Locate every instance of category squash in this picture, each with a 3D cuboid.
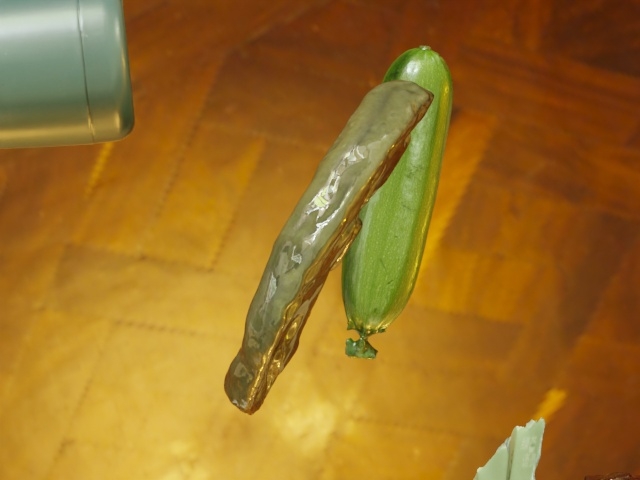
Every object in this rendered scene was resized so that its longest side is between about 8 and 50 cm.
[{"bbox_3d":[0.087,-0.043,2.135,0.101,0.101,0.379,8,97,-26],"label":"squash"}]

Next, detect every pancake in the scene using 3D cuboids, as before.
[{"bbox_3d":[0.000,0.000,1.404,0.049,0.294,0.294,30,112,3],"label":"pancake"}]

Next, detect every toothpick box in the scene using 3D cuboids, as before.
[{"bbox_3d":[-0.229,-0.123,1.294,0.184,0.120,0.120,-6,126,-4],"label":"toothpick box"}]

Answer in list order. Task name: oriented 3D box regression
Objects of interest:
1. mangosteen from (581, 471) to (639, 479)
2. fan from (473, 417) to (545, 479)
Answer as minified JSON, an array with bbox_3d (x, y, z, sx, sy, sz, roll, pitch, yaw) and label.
[{"bbox_3d":[0.306,0.323,1.827,0.155,0.181,0.146,-4,159,-23],"label":"mangosteen"},{"bbox_3d":[0.055,0.183,0.747,0.009,0.131,0.240,13,96,-9],"label":"fan"}]
